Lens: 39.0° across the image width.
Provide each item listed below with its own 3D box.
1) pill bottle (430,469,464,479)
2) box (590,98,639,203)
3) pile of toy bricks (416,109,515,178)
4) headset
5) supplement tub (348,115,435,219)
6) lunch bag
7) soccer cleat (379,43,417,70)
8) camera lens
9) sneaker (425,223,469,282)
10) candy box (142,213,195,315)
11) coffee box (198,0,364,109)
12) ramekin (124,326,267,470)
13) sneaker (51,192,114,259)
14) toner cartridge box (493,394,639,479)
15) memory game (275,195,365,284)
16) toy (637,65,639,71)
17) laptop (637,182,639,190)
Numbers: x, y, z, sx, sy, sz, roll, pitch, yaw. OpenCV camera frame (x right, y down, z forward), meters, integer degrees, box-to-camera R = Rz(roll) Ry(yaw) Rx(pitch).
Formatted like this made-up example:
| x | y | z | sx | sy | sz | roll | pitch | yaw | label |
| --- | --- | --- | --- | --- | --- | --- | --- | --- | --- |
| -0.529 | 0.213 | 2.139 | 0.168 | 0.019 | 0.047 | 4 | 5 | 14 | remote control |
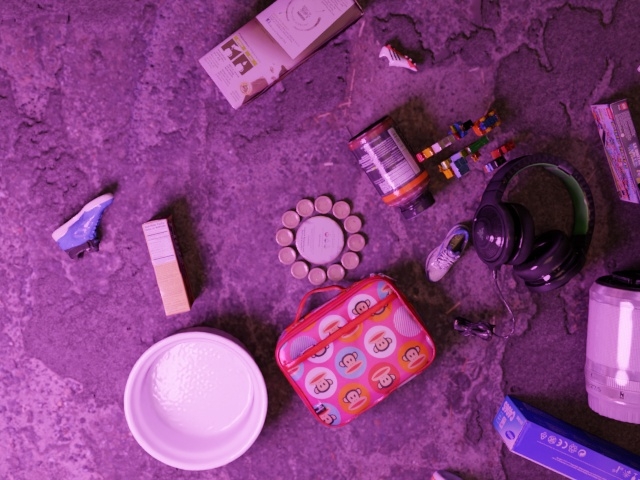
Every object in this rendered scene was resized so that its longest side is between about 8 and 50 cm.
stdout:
| x | y | z | sx | sy | sz | roll | pitch | yaw | label |
| --- | --- | --- | --- | --- | --- | --- | --- | --- | --- |
| 0.247 | 0.566 | 1.892 | 0.086 | 0.086 | 0.152 | 24 | 95 | -5 | pill bottle |
| 0.604 | -0.179 | 1.803 | 0.036 | 0.114 | 0.207 | -20 | 97 | 0 | box |
| 0.281 | -0.172 | 1.794 | 0.212 | 0.105 | 0.118 | -32 | 92 | -37 | pile of toy bricks |
| 0.394 | 0.018 | 1.818 | 0.243 | 0.185 | 0.394 | 29 | 78 | -18 | headset |
| 0.147 | -0.140 | 1.792 | 0.106 | 0.106 | 0.198 | -33 | 98 | 2 | supplement tub |
| 0.060 | 0.203 | 1.829 | 0.293 | 0.120 | 0.258 | -35 | 93 | 0 | lunch bag |
| 0.155 | -0.358 | 1.805 | 0.083 | 0.029 | 0.035 | 35 | 103 | -3 | soccer cleat |
| 0.643 | 0.204 | 1.798 | 0.219 | 0.219 | 0.274 | 1 | 97 | -3 | camera lens |
| 0.258 | 0.026 | 1.840 | 0.052 | 0.058 | 0.135 | 30 | 95 | -6 | sneaker |
| -0.300 | 0.046 | 1.792 | 0.053 | 0.109 | 0.186 | -13 | 97 | -1 | candy box |
| -0.074 | -0.380 | 1.721 | 0.297 | 0.168 | 0.119 | -37 | 97 | 3 | coffee box |
| -0.244 | 0.304 | 1.813 | 0.277 | 0.135 | 0.277 | 0 | 97 | -3 | ramekin |
| -0.453 | -0.023 | 1.800 | 0.152 | 0.058 | 0.084 | -38 | 91 | 6 | sneaker |
| 0.537 | 0.441 | 1.851 | 0.348 | 0.165 | 0.075 | 25 | 95 | -5 | toner cartridge box |
| 0.000 | 0.000 | 1.848 | 0.186 | 0.012 | 0.186 | 0 | 98 | -2 | memory game |
| 0.778 | -0.321 | 1.823 | 0.237 | 0.056 | 0.137 | 41 | 92 | -7 | toy |
| 0.789 | 0.002 | 1.654 | 0.236 | 0.408 | 0.382 | -29 | 85 | 2 | laptop |
